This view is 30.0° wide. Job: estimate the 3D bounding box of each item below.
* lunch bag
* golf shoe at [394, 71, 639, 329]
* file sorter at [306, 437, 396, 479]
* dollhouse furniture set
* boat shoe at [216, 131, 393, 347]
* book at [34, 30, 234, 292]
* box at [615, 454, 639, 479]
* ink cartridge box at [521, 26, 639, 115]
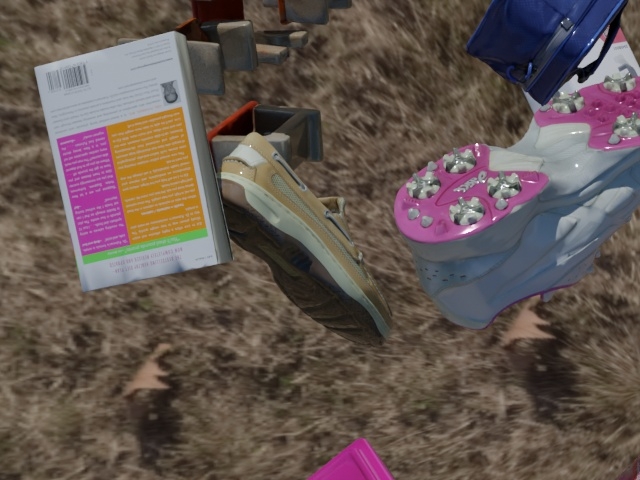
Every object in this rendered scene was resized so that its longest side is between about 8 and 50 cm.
[{"bbox_3d":[0.129,-0.121,0.644,0.065,0.067,0.098,35,64,3],"label":"lunch bag"},{"bbox_3d":[0.203,-0.036,0.963,0.306,0.140,0.115,-24,36,-13],"label":"golf shoe"},{"bbox_3d":[0.026,0.251,0.418,0.202,0.290,0.182,-39,111,-1],"label":"file sorter"},{"bbox_3d":[-0.083,-0.175,1.030,0.135,0.262,0.259,6,118,23],"label":"dollhouse furniture set"},{"bbox_3d":[0.000,0.000,0.825,0.068,0.190,0.072,4,56,42],"label":"boat shoe"},{"bbox_3d":[-0.117,-0.047,0.740,0.096,0.035,0.144,-11,90,13],"label":"book"},{"bbox_3d":[0.307,0.280,0.975,0.123,0.257,0.128,33,117,-3],"label":"box"},{"bbox_3d":[0.381,-0.196,1.680,0.092,0.159,0.217,-32,77,53],"label":"ink cartridge box"}]
